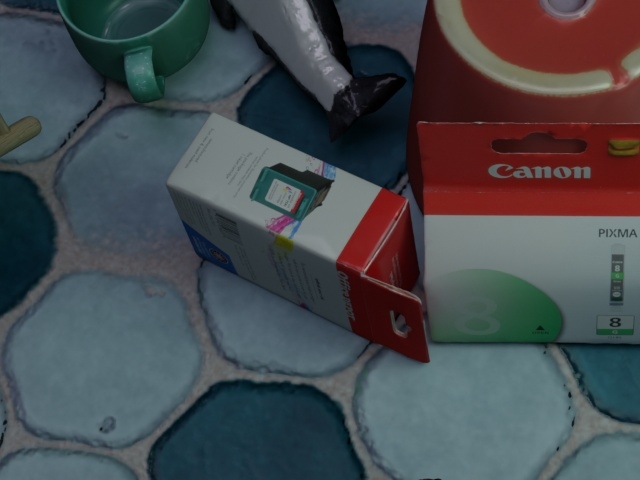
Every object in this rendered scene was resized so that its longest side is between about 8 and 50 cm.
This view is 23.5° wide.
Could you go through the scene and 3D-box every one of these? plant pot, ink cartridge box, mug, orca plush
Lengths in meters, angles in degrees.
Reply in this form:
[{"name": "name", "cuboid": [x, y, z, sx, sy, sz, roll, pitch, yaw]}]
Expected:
[{"name": "plant pot", "cuboid": [0.193, -0.133, 1.224, 0.275, 0.243, 0.275, -3, 64, 6]}, {"name": "ink cartridge box", "cuboid": [0.167, 0.000, 1.169, 0.181, 0.224, 0.056, 0, 56, 9]}, {"name": "mug", "cuboid": [-0.171, -0.196, 1.391, 0.129, 0.097, 0.157, 18, 68, 16]}, {"name": "orca plush", "cuboid": [-0.007, -0.230, 1.385, 0.102, 0.151, 0.287, -18, 54, -37]}, {"name": "ink cartridge box", "cuboid": [0.000, 0.000, 1.246, 0.231, 0.134, 0.078, 25, 69, 19]}]

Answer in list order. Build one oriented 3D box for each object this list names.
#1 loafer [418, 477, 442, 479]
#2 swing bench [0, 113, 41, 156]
[{"name": "loafer", "cuboid": [0.052, 0.254, 1.152, 0.061, 0.062, 0.170, 11, 64, 19]}, {"name": "swing bench", "cuboid": [-0.419, -0.079, 1.268, 0.253, 0.165, 0.254, 12, 53, 36]}]
